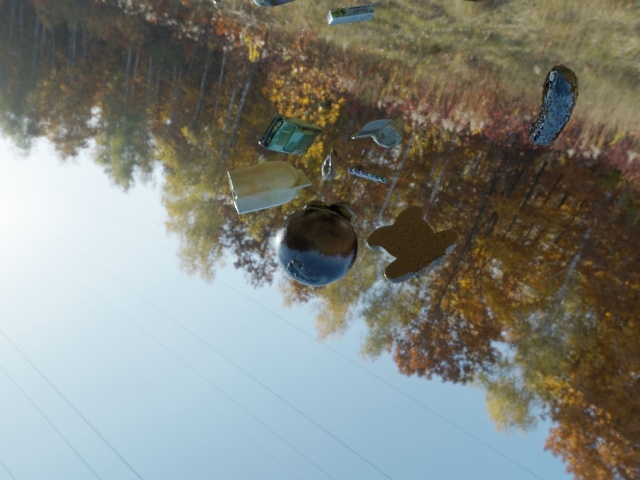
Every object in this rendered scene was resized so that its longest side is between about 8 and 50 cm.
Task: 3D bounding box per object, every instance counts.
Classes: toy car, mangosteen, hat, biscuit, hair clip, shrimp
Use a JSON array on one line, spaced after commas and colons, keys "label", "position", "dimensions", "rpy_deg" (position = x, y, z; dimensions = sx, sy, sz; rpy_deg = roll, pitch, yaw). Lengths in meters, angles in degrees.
[{"label": "toy car", "position": [-0.098, -0.397, 1.538], "dimensions": [0.097, 0.141, 0.320], "rpy_deg": [44, -157, 13]}, {"label": "mangosteen", "position": [-0.006, 0.009, 1.474], "dimensions": [0.330, 0.330, 0.330], "rpy_deg": [14, -158, -6]}, {"label": "hat", "position": [0.221, -0.393, 1.555], "dimensions": [0.173, 0.144, 0.166], "rpy_deg": [-39, -170, -18]}, {"label": "biscuit", "position": [0.408, 0.026, 1.871], "dimensions": [0.076, 0.368, 0.394], "rpy_deg": [56, 177, -38]}, {"label": "hair clip", "position": [0.200, -0.276, 1.653], "dimensions": [0.124, 0.052, 0.195], "rpy_deg": [8, -165, -43]}, {"label": "shrimp", "position": [0.052, -0.411, 2.148], "dimensions": [0.101, 0.190, 0.042], "rpy_deg": [28, -146, 28]}]

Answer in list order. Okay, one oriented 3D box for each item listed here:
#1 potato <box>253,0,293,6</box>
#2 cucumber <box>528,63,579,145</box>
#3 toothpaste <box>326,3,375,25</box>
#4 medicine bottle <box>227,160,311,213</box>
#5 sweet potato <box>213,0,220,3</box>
[{"label": "potato", "position": [-0.132, -0.755, 1.202], "dimensions": [0.171, 0.101, 0.089], "rpy_deg": [-4, -127, 6]}, {"label": "cucumber", "position": [0.533, -0.302, 0.916], "dimensions": [0.081, 0.072, 0.303], "rpy_deg": [14, 176, 21]}, {"label": "toothpaste", "position": [0.105, -0.780, 1.396], "dimensions": [0.164, 0.034, 0.046], "rpy_deg": [-15, -178, -14]}, {"label": "medicine bottle", "position": [-0.267, -0.297, 2.143], "dimensions": [0.406, 0.236, 0.236], "rpy_deg": [-14, -150, -12]}, {"label": "sweet potato", "position": [-0.365, -0.812, 1.312], "dimensions": [0.179, 0.044, 0.044], "rpy_deg": [44, -148, 23]}]
